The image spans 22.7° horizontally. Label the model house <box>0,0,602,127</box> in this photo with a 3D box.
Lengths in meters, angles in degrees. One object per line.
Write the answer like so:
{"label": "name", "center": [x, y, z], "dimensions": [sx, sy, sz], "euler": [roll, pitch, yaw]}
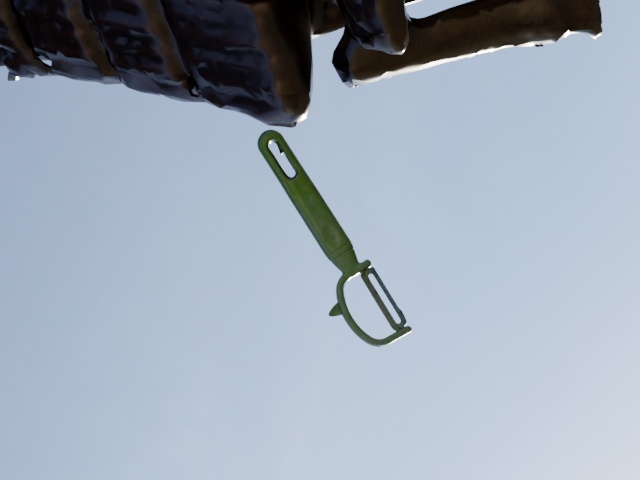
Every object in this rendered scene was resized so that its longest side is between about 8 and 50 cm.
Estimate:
{"label": "model house", "center": [-0.062, -0.227, 0.671], "dimensions": [0.282, 0.297, 0.317], "euler": [-13, -64, 4]}

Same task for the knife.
{"label": "knife", "center": [0.000, 0.000, 1.353], "dimensions": [0.054, 0.015, 0.212], "euler": [-31, -98, -3]}
